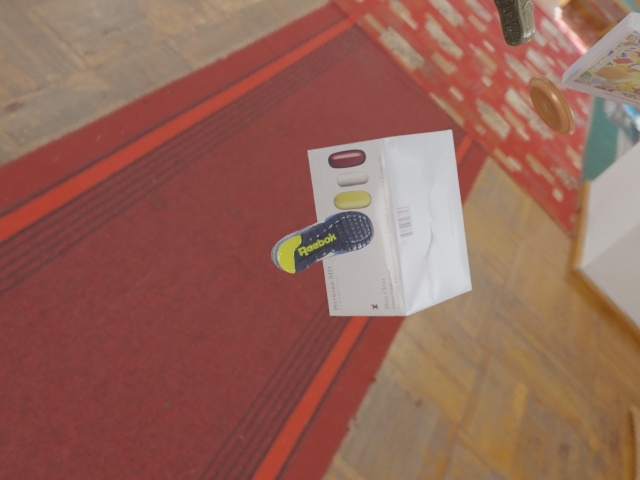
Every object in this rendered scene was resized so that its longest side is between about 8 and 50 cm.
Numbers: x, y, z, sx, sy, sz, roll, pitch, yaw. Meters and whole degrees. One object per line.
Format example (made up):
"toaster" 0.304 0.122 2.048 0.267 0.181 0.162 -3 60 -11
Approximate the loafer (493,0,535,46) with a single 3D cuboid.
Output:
"loafer" 0.321 -0.391 1.519 0.050 0.056 0.148 -4 88 -44

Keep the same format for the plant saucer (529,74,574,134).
"plant saucer" 0.288 -0.169 1.157 0.083 0.013 0.083 56 -5 8

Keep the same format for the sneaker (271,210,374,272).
"sneaker" 0.000 0.000 1.157 0.144 0.059 0.053 -18 93 -25

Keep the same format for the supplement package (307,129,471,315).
"supplement package" 0.111 -0.029 1.436 0.204 0.145 0.262 -14 97 -51

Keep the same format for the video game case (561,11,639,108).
"video game case" 0.433 -0.204 1.137 0.206 0.026 0.227 15 -8 -3
